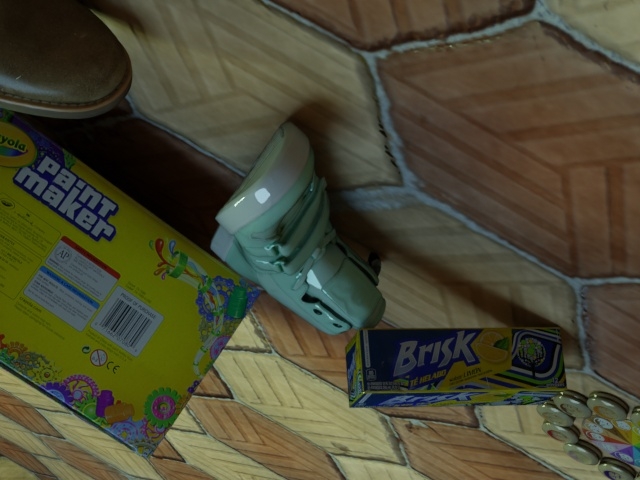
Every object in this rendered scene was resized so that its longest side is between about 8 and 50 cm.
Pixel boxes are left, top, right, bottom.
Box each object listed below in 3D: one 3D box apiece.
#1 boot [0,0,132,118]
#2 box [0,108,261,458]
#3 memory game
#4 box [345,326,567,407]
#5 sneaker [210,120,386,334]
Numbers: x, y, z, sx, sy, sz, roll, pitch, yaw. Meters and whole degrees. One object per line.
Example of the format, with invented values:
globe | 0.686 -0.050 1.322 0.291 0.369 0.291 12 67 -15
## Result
boot | -0.263 -0.196 0.855 0.305 0.112 0.115 33 146 -3
box | -0.253 0.029 1.119 0.290 0.177 0.279 37 169 -18
memory game | 0.282 0.189 1.110 0.186 0.012 0.186 24 156 11
box | 0.108 0.102 0.987 0.169 0.054 0.059 0 160 -12
sneaker | 0.000 0.000 0.945 0.151 0.094 0.256 35 166 1
